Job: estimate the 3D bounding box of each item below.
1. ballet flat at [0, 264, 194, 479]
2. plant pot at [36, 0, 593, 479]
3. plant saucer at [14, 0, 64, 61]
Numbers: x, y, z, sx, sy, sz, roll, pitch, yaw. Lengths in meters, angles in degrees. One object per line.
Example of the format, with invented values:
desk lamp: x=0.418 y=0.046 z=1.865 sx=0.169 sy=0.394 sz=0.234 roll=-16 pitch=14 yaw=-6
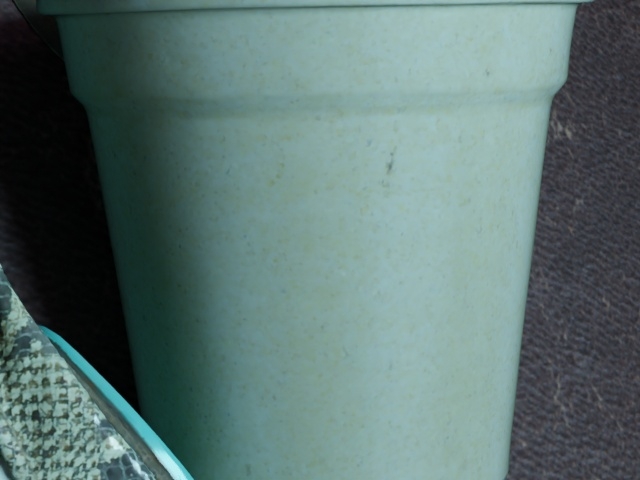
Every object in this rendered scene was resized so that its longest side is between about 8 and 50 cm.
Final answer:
ballet flat: x=-0.219 y=0.061 z=1.037 sx=0.182 sy=0.164 sz=0.483 roll=-31 pitch=90 yaw=-27
plant pot: x=0.000 y=0.000 z=1.156 sx=0.334 sy=0.334 sz=0.305 roll=-8 pitch=99 yaw=-48
plant saucer: x=-0.109 y=-0.234 z=1.346 sx=0.311 sy=0.050 sz=0.310 roll=21 pitch=59 yaw=-39
